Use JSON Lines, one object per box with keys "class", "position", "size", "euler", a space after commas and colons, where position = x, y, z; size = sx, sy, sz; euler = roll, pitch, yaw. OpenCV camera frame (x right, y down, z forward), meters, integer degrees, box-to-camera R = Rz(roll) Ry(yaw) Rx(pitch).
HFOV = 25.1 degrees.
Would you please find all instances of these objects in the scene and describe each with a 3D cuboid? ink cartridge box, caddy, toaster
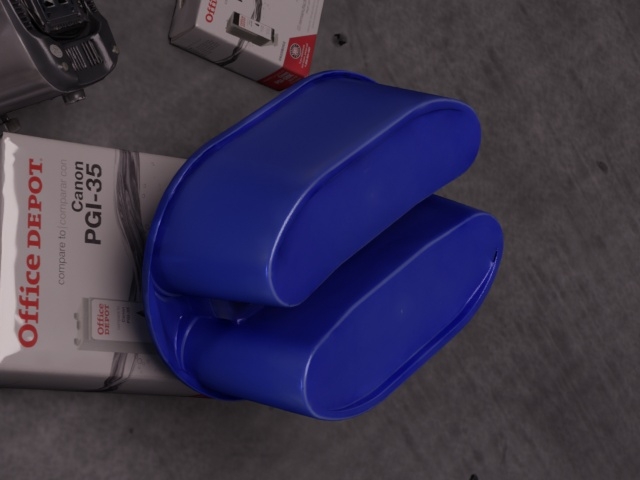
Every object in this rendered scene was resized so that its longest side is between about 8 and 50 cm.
{"class": "ink cartridge box", "position": [-0.072, -0.223, 1.438], "size": [0.135, 0.056, 0.099], "euler": [21, 70, -29]}
{"class": "ink cartridge box", "position": [-0.177, 0.031, 1.277], "size": [0.283, 0.117, 0.207], "euler": [7, 76, -33]}
{"class": "caddy", "position": [0.000, 0.000, 1.231], "size": [0.341, 0.179, 0.241], "euler": [-37, 126, -35]}
{"class": "toaster", "position": [-0.287, -0.205, 1.219], "size": [0.227, 0.146, 0.129], "euler": [65, 24, -8]}
